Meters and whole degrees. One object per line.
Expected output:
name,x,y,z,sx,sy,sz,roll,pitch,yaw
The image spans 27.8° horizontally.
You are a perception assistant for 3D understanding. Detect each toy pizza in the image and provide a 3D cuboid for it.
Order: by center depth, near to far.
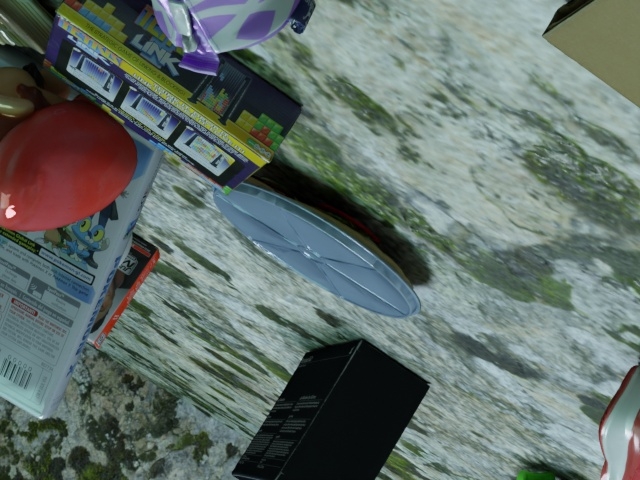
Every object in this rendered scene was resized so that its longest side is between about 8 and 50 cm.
toy pizza,0.000,0.000,1.074,0.201,0.032,0.201,30,167,8

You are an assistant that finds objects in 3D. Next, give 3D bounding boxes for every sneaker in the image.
sneaker,0.284,0.183,0.980,0.128,0.087,0.221,26,166,29

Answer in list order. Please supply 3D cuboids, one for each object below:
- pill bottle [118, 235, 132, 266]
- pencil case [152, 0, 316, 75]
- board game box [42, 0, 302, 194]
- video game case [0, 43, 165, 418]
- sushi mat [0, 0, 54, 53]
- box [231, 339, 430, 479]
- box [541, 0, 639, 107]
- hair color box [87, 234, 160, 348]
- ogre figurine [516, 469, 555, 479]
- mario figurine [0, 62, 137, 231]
pill bottle,-0.270,-0.042,1.301,0.131,0.131,0.229,27,165,19
pencil case,-0.074,-0.162,0.569,0.086,0.088,0.206,22,162,29
board game box,-0.109,-0.108,0.908,0.170,0.048,0.141,35,164,-10
video game case,-0.330,-0.040,1.164,0.329,0.300,0.036,29,-159,8
sushi mat,-0.297,-0.232,0.951,0.151,0.019,0.316,19,161,39
box,0.005,0.223,1.507,0.103,0.184,0.261,32,166,-8
box,0.201,-0.051,0.496,0.201,0.021,0.164,35,166,-7
hair color box,-0.267,0.055,1.604,0.072,0.141,0.043,31,166,5
ogre figurine,0.263,0.314,1.465,0.118,0.096,0.197,19,-172,-24
mario figurine,-0.291,-0.120,1.023,0.321,0.170,0.198,22,177,1
